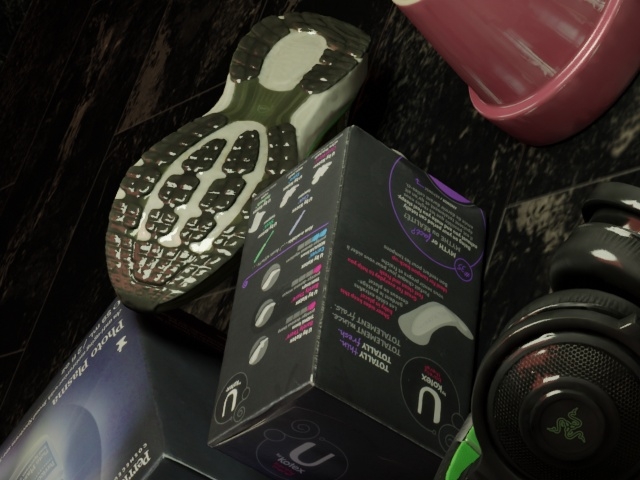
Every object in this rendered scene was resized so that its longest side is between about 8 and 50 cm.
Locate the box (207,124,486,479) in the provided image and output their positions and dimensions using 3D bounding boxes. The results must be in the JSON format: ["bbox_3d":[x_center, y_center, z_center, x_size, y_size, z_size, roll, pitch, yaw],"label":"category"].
[{"bbox_3d":[0.027,0.070,1.527,0.143,0.165,0.270,-35,34,41],"label":"box"}]

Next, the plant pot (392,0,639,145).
[{"bbox_3d":[0.166,-0.210,1.564,0.201,0.180,0.201,-41,31,31],"label":"plant pot"}]

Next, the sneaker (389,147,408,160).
[{"bbox_3d":[0.000,0.000,1.758,0.235,0.090,0.095,-50,14,13],"label":"sneaker"}]

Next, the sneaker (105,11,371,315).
[{"bbox_3d":[-0.061,-0.043,1.779,0.158,0.182,0.410,16,47,24],"label":"sneaker"}]

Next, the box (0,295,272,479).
[{"bbox_3d":[-0.177,0.250,1.689,0.296,0.182,0.294,-52,28,16],"label":"box"}]

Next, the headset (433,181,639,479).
[{"bbox_3d":[0.217,0.077,1.206,0.243,0.185,0.394,-53,-1,-39],"label":"headset"}]
